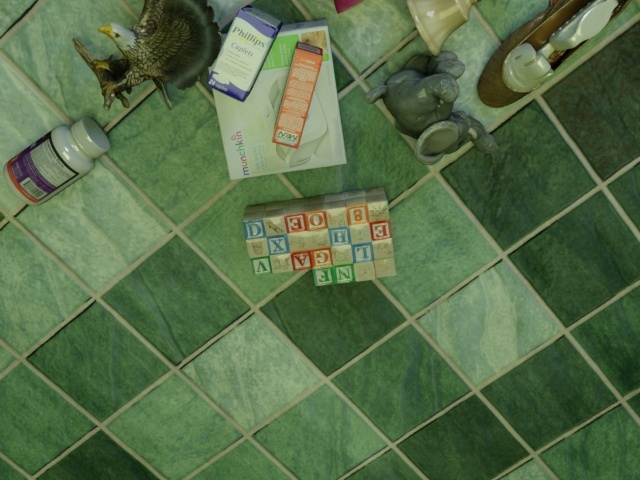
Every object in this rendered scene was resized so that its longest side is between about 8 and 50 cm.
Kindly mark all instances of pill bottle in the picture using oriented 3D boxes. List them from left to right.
[{"bbox_3d":[-0.518,-0.160,1.487,0.193,0.108,0.108,-31,110,12],"label":"pill bottle"}]

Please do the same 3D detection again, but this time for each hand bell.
[{"bbox_3d":[0.286,-0.438,1.328,0.242,0.126,0.126,-24,112,22],"label":"hand bell"}]

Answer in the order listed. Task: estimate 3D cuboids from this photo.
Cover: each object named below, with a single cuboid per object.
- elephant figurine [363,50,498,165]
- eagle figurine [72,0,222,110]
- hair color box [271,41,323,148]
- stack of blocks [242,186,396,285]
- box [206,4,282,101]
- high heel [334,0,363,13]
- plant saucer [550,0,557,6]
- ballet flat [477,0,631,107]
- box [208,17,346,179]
[{"bbox_3d":[0.221,-0.225,1.448,0.186,0.169,0.239,5,134,28],"label":"elephant figurine"},{"bbox_3d":[-0.296,-0.366,1.332,0.298,0.225,0.226,-40,104,19],"label":"eagle figurine"},{"bbox_3d":[-0.040,-0.255,1.320,0.053,0.093,0.167,15,112,-7],"label":"hair color box"},{"bbox_3d":[0.000,0.000,1.571,0.297,0.087,0.171,-7,114,3],"label":"stack of blocks"},{"bbox_3d":[-0.127,-0.319,1.275,0.072,0.126,0.137,25,109,-8],"label":"box"},{"bbox_3d":[0.141,-0.459,1.351,0.244,0.082,0.117,8,105,12],"label":"high heel"},{"bbox_3d":[0.474,-0.454,1.415,0.083,0.013,0.083,0,113,0],"label":"plant saucer"},{"bbox_3d":[0.433,-0.364,1.382,0.342,0.124,0.116,-39,110,20],"label":"ballet flat"},{"bbox_3d":[-0.082,-0.270,1.433,0.231,0.127,0.262,-7,112,1],"label":"box"}]
